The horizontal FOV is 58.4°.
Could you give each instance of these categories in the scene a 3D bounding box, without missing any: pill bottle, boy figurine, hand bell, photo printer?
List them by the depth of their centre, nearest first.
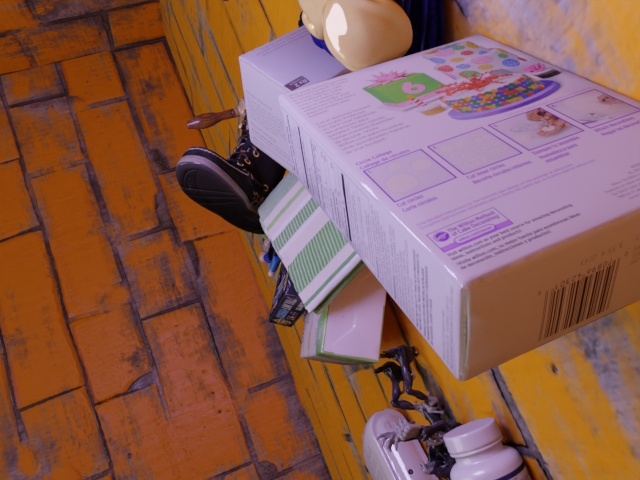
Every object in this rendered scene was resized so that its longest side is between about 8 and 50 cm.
[{"bbox_3d":[0.016,-0.311,0.649,0.177,0.092,0.285,105,146,-57],"label":"boy figurine"},{"bbox_3d":[0.257,0.367,0.847,0.112,0.112,0.186,119,131,-71],"label":"pill bottle"},{"bbox_3d":[0.194,0.562,1.346,0.256,0.107,0.307,88,159,-49],"label":"photo printer"},{"bbox_3d":[-0.248,-0.344,1.567,0.126,0.242,0.126,160,90,-76],"label":"hand bell"}]

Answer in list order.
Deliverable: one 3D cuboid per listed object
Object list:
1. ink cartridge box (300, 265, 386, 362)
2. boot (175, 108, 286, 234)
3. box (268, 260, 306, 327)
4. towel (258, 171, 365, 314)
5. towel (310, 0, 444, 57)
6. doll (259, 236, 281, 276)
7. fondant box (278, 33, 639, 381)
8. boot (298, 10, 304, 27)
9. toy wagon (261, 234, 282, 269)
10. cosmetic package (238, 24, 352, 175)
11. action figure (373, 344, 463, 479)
[{"bbox_3d":[0.037,0.161,1.246,0.353,0.119,0.207,126,153,-73],"label":"ink cartridge box"},{"bbox_3d":[-0.171,-0.195,1.302,0.377,0.138,0.284,41,-122,-59],"label":"boot"},{"bbox_3d":[-0.046,0.031,1.337,0.295,0.073,0.293,119,161,-67],"label":"box"},{"bbox_3d":[0.001,-0.043,1.126,0.038,0.248,0.325,28,-159,-41],"label":"towel"},{"bbox_3d":[0.064,-0.341,0.757,0.308,0.076,0.227,-128,30,-54],"label":"towel"},{"bbox_3d":[-0.099,0.021,1.303,0.189,0.046,0.129,157,132,-73],"label":"doll"},{"bbox_3d":[0.131,-0.065,0.499,0.330,0.238,0.096,-125,19,-49],"label":"fondant box"},{"bbox_3d":[-0.013,-0.360,1.061,0.099,0.045,0.121,64,158,16],"label":"boot"},{"bbox_3d":[-0.168,-0.067,1.988,0.267,0.068,0.344,145,105,-76],"label":"toy wagon"},{"bbox_3d":[-0.028,-0.236,0.983,0.151,0.151,0.183,39,150,29],"label":"cosmetic package"},{"bbox_3d":[0.179,0.344,1.064,0.164,0.141,0.275,110,142,-51],"label":"action figure"}]
